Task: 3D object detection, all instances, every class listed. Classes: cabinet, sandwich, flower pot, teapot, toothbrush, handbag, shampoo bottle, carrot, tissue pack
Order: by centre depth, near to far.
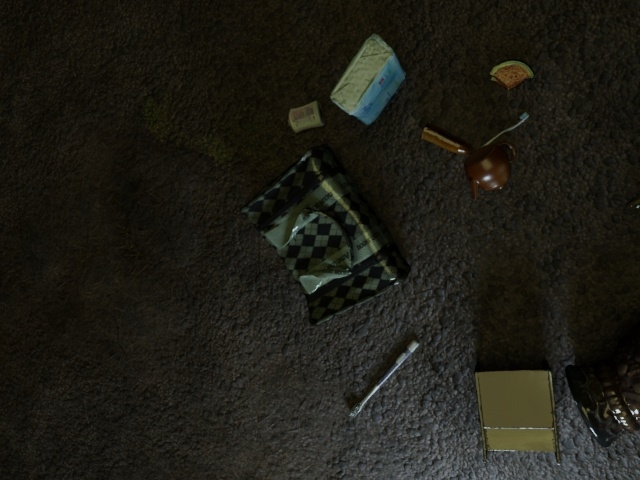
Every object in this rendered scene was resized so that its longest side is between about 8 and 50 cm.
[{"bbox_3d":[0.714,0.325,1.226,0.267,0.266,0.266,-29,83,27],"label":"flower pot"},{"bbox_3d":[0.476,0.411,1.348,0.175,0.148,0.215,-7,86,18],"label":"cabinet"},{"bbox_3d":[0.127,-0.384,1.365,0.089,0.263,0.177,38,103,9],"label":"tissue pack"},{"bbox_3d":[0.425,-0.174,1.370,0.173,0.116,0.116,-43,79,-13],"label":"teapot"},{"bbox_3d":[0.474,-0.416,1.381,0.101,0.026,0.069,-24,89,20],"label":"sandwich"},{"bbox_3d":[0.456,-0.266,1.397,0.162,0.014,0.017,-40,95,15],"label":"toothbrush"},{"bbox_3d":[0.326,-0.254,1.421,0.139,0.048,0.048,29,100,13],"label":"carrot"},{"bbox_3d":[0.000,0.000,1.480,0.317,0.180,0.416,-36,86,24],"label":"handbag"},{"bbox_3d":[0.170,0.378,1.505,0.024,0.026,0.288,42,102,14],"label":"toothbrush"},{"bbox_3d":[-0.044,-0.340,1.535,0.099,0.043,0.072,-13,88,18],"label":"shampoo bottle"}]

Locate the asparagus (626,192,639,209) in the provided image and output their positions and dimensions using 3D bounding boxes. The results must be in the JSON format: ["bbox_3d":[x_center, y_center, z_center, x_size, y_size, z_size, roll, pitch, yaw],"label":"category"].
[{"bbox_3d":[0.840,-0.137,1.251,0.287,0.080,0.080,-26,84,17],"label":"asparagus"}]
